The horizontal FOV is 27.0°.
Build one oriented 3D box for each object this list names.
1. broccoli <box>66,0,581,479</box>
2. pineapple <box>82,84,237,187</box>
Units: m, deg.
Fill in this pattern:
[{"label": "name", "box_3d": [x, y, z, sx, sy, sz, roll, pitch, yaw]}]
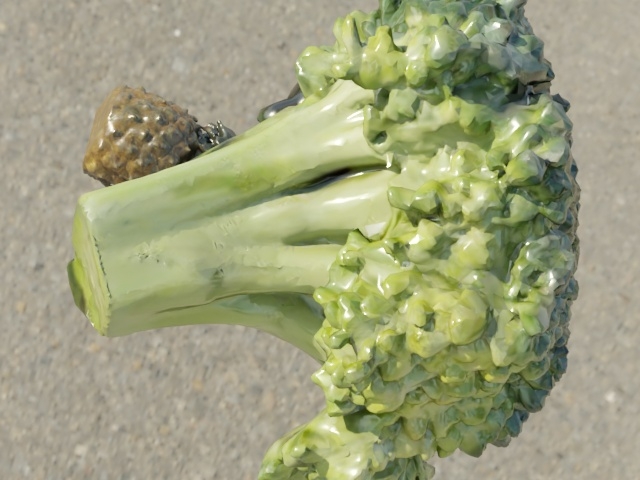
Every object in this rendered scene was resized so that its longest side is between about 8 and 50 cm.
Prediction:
[{"label": "broccoli", "box_3d": [0.000, 0.000, 0.653, 0.243, 0.263, 0.247, -8, 34, -17]}, {"label": "pineapple", "box_3d": [-0.114, -0.078, 1.338, 0.237, 0.111, 0.119, 19, 77, -14]}]
